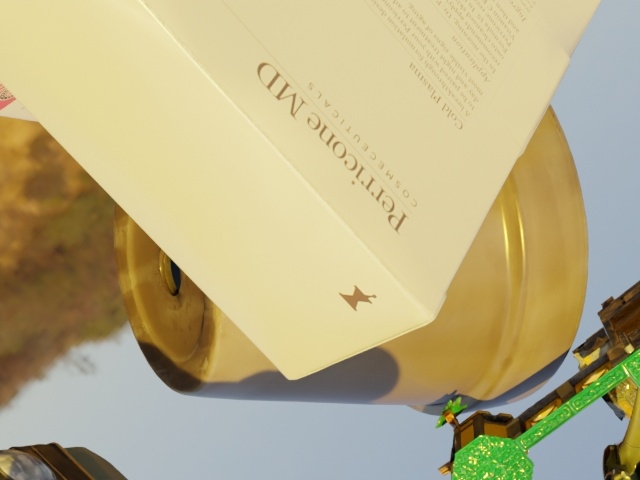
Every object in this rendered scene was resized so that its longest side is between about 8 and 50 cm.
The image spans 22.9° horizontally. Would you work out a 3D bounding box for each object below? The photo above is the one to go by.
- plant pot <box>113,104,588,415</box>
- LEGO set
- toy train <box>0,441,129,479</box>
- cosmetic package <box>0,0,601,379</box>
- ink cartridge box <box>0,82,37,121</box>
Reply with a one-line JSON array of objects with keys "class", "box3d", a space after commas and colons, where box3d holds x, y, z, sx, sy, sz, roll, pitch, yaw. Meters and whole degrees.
[{"class": "plant pot", "box3d": [0.000, 0.000, 1.245, 0.280, 0.323, 0.323, -10, 173, -28]}, {"class": "LEGO set", "box3d": [0.257, 0.192, 1.245, 0.255, 0.331, 0.192, -47, -176, 11]}, {"class": "toy train", "box3d": [-0.261, 0.301, 1.217, 0.190, 0.142, 0.334, 4, 118, -55]}, {"class": "cosmetic package", "box3d": [-0.051, -0.175, 0.654, 0.097, 0.377, 0.284, -28, -159, 42]}, {"class": "ink cartridge box", "box3d": [-0.224, -0.193, 1.447, 0.172, 0.100, 0.237, -34, 167, 19]}]
